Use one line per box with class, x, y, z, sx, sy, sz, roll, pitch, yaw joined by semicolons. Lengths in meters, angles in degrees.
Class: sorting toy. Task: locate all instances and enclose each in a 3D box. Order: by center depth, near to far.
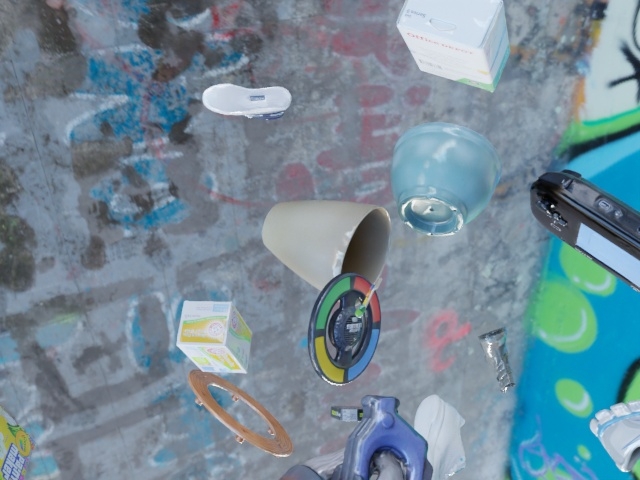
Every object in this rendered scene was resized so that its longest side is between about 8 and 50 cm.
sorting toy;0.075;0.095;1.026;0.062;0.012;0.083;-62;174;19

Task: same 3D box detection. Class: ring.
ring;-0.210;0.448;1.640;0.336;0.336;0.032;37;89;-41

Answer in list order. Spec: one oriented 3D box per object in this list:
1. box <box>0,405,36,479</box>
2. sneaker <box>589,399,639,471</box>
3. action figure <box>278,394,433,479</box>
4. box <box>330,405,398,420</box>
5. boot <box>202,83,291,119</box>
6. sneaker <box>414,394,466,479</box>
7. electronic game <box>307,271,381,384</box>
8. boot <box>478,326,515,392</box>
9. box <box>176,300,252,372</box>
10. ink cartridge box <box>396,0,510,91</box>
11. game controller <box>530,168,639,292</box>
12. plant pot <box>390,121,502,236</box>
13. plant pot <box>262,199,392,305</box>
box;-0.578;0.309;0.881;0.177;0.290;0.279;-36;108;-6
sneaker;0.427;0.218;0.751;0.191;0.083;0.071;-34;129;20
action figure;0.034;0.334;0.564;0.330;0.178;0.341;34;57;-21
box;0.141;0.568;2.085;0.191;0.184;0.045;3;76;-10
boot;-0.162;-0.290;1.377;0.190;0.086;0.069;-1;77;-15
sneaker;0.190;0.359;1.021;0.094;0.080;0.212;34;54;-12
electronic game;0.053;0.178;1.286;0.229;0.048;0.229;-7;99;-49
boot;0.523;0.346;1.825;0.083;0.161;0.246;-21;156;7
box;-0.235;0.221;1.436;0.114;0.103;0.203;0;152;9
ink cartridge box;0.238;-0.353;1.108;0.093;0.154;0.212;-67;159;4
game controller;0.380;0.033;0.729;0.067;0.319;0.166;-46;156;-8
plant pot;0.307;-0.134;1.658;0.293;0.293;0.196;54;47;-41
plant pot;0.000;0.000;1.595;0.256;0.274;0.256;-38;138;-45
